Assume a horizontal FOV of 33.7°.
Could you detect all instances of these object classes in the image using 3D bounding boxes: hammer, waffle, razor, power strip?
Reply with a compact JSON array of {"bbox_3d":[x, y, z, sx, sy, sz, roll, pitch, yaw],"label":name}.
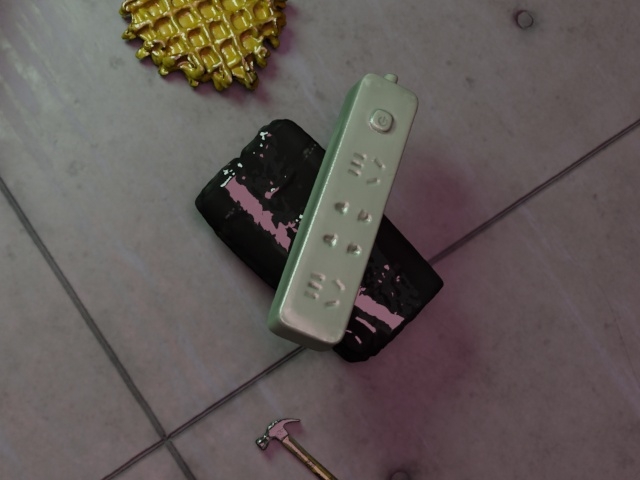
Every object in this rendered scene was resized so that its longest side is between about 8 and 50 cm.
[{"bbox_3d":[0.001,0.302,1.389,0.182,0.017,0.062,42,74,-2],"label":"hammer"},{"bbox_3d":[-0.161,-0.326,1.473,0.231,0.051,0.228,17,79,-6],"label":"waffle"},{"bbox_3d":[0.000,0.002,1.403,0.327,0.107,0.189,46,73,1],"label":"razor"},{"bbox_3d":[0.036,-0.051,1.337,0.091,0.062,0.385,23,70,-11],"label":"power strip"}]
